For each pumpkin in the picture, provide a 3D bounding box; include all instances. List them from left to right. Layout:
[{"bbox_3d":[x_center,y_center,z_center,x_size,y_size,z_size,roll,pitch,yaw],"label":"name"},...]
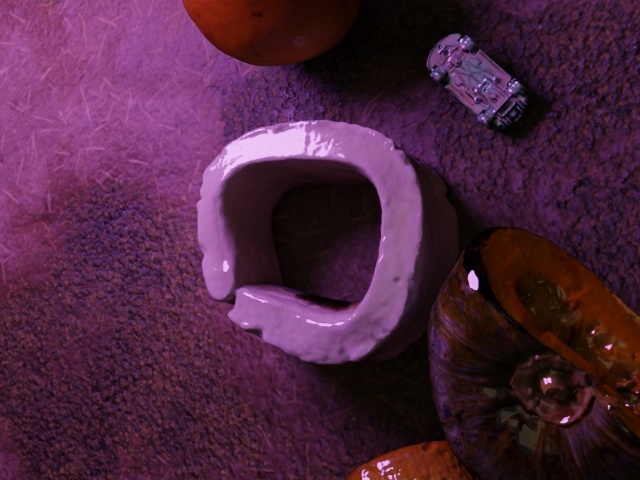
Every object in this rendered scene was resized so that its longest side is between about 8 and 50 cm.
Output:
[{"bbox_3d":[0.248,0.156,0.881,0.325,0.242,0.232,50,134,19],"label":"pumpkin"}]

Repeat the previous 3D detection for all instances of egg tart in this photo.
[{"bbox_3d":[0.118,0.331,0.907,0.215,0.215,0.171,-29,60,20],"label":"egg tart"}]

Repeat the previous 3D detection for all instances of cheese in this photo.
[{"bbox_3d":[-0.002,0.002,1.033,0.332,0.153,0.293,10,87,29],"label":"cheese"}]

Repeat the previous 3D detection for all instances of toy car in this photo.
[{"bbox_3d":[0.199,-0.200,1.016,0.142,0.055,0.069,45,104,10],"label":"toy car"}]

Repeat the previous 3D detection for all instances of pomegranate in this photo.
[{"bbox_3d":[-0.055,-0.361,1.067,0.264,0.264,0.265,-4,81,26],"label":"pomegranate"}]
